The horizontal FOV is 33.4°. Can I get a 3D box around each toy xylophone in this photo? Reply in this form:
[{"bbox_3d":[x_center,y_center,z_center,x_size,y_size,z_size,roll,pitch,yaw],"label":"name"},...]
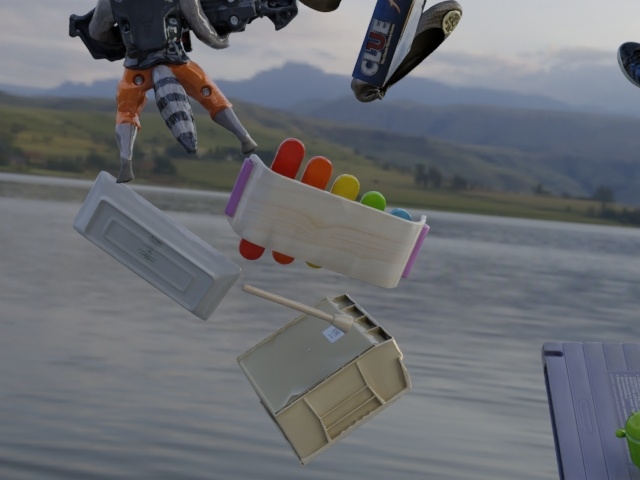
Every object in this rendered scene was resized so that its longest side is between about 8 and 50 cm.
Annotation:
[{"bbox_3d":[0.000,0.000,1.654,0.323,0.236,0.081,27,15,-14],"label":"toy xylophone"}]

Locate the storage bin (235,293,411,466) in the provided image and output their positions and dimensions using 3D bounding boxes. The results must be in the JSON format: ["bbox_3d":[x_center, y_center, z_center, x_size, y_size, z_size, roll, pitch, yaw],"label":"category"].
[{"bbox_3d":[0.004,0.246,2.003,0.260,0.123,0.262,-33,25,-8],"label":"storage bin"}]

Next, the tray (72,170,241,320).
[{"bbox_3d":[-0.267,0.018,1.691,0.270,0.145,0.030,36,38,-3],"label":"tray"}]

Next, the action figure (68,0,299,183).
[{"bbox_3d":[-0.179,-0.275,1.478,0.341,0.330,0.178,-15,-2,-1],"label":"action figure"}]

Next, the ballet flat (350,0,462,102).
[{"bbox_3d":[0.162,-0.335,1.925,0.084,0.250,0.058,45,7,-49],"label":"ballet flat"}]

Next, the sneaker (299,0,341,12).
[{"bbox_3d":[-0.030,-0.369,1.283,0.064,0.192,0.086,-22,-23,-25],"label":"sneaker"}]

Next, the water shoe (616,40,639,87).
[{"bbox_3d":[0.587,-0.294,1.857,0.073,0.203,0.080,-21,-36,-5],"label":"water shoe"}]

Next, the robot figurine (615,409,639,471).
[{"bbox_3d":[0.528,0.322,1.716,0.101,0.115,0.067,2,33,36],"label":"robot figurine"}]

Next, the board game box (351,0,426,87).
[{"bbox_3d":[0.104,-0.298,1.340,0.042,0.165,0.243,21,22,4],"label":"board game box"}]

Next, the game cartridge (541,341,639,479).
[{"bbox_3d":[0.520,0.325,1.865,0.230,0.068,0.355,4,42,0],"label":"game cartridge"}]
